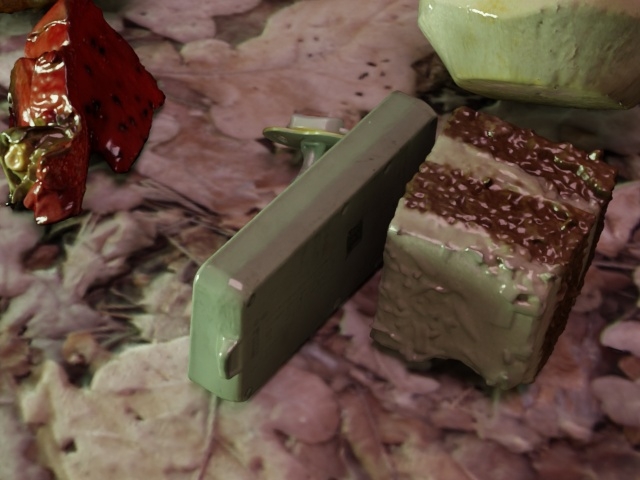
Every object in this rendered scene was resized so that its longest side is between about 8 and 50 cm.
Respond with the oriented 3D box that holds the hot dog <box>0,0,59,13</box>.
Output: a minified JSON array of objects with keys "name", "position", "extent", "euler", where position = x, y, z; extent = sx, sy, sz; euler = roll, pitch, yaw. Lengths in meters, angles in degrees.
[{"name":"hot dog","position":[-0.247,-0.240,1.333],"extent":[0.213,0.103,0.146],"euler":[5,24,-16]}]

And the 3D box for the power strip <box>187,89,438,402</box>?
[{"name":"power strip","position":[0.000,0.000,1.115],"extent":[0.046,0.118,0.270],"euler":[28,49,23]}]

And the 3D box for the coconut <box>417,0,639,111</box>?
[{"name":"coconut","position":[0.194,-0.219,1.264],"extent":[0.241,0.241,0.241],"euler":[4,46,-4]}]

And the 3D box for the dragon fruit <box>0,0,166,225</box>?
[{"name":"dragon fruit","position":[-0.196,-0.082,1.221],"extent":[0.092,0.122,0.192],"euler":[-23,44,26]}]

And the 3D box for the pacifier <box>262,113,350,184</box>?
[{"name":"pacifier","position":[-0.006,-0.063,1.231],"extent":[0.083,0.068,0.064],"euler":[7,78,24]}]

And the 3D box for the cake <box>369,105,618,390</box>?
[{"name":"cake","position":[0.117,0.007,1.115],"extent":[0.135,0.134,0.147],"euler":[22,41,16]}]
